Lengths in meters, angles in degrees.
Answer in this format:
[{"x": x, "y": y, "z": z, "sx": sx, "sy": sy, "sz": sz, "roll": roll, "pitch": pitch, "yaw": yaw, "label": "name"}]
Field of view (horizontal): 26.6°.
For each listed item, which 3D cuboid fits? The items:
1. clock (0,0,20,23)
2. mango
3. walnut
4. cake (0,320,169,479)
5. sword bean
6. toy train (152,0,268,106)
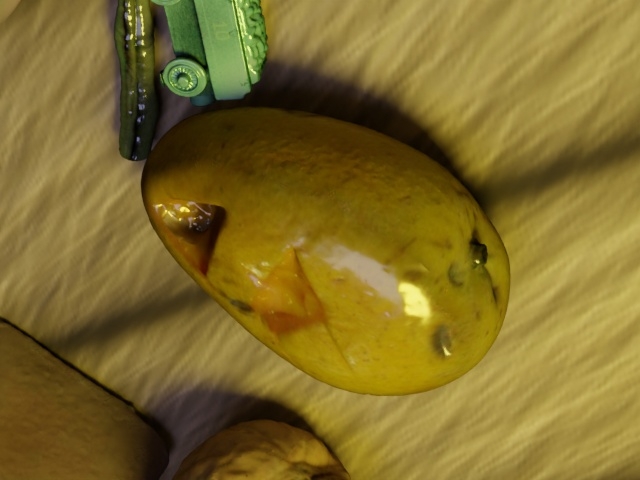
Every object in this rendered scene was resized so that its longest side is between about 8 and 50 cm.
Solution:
[{"x": -0.407, "y": -0.293, "z": 1.142, "sx": 0.339, "sy": 0.102, "sz": 0.338, "roll": 11, "pitch": 131, "yaw": 13, "label": "clock"}, {"x": 0.000, "y": 0.000, "z": 1.236, "sx": 0.365, "sy": 0.182, "sz": 0.253, "roll": 28, "pitch": 136, "yaw": 16, "label": "mango"}, {"x": -0.073, "y": 0.325, "z": 1.481, "sx": 0.224, "sy": 0.257, "sz": 0.257, "roll": 52, "pitch": 137, "yaw": 23, "label": "walnut"}, {"x": -0.364, "y": 0.276, "z": 1.561, "sx": 0.309, "sy": 0.230, "sz": 0.237, "roll": 36, "pitch": 130, "yaw": -6, "label": "cake"}, {"x": -0.175, "y": -0.191, "z": 1.242, "sx": 0.043, "sy": 0.038, "sz": 0.269, "roll": -4, "pitch": 128, "yaw": -5, "label": "sword bean"}, {"x": -0.099, "y": -0.197, "z": 1.185, "sx": 0.099, "sy": 0.070, "sz": 0.172, "roll": -2, "pitch": 126, "yaw": 12, "label": "toy train"}]
